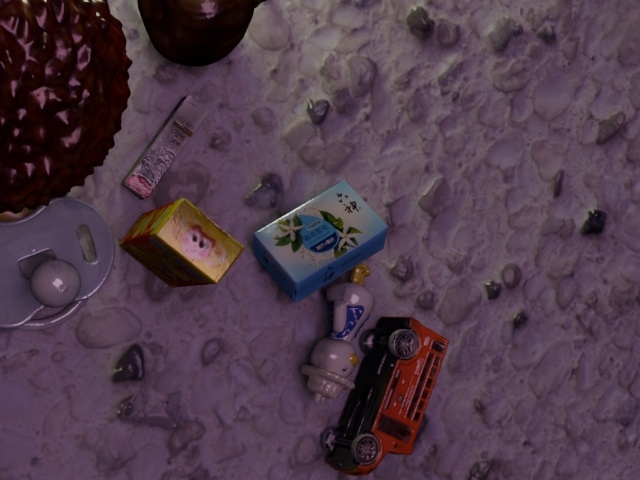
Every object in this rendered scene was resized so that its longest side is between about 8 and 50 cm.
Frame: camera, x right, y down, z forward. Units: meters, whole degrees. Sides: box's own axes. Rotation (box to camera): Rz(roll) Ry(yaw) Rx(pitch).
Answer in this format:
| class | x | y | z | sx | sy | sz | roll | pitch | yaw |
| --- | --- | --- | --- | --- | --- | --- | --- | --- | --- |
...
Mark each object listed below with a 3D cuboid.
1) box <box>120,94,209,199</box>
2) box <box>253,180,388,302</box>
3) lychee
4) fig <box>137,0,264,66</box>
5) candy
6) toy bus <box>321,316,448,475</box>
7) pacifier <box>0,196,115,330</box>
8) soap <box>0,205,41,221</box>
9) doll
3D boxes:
| class | x | y | z | sx | sy | sz | roll | pitch | yaw |
| --- | --- | --- | --- | --- | --- | --- | --- | --- | --- |
| box | -0.296 | -0.178 | 1.895 | 0.055 | 0.039 | 0.218 | 37 | 73 | -19 |
| box | 0.000 | 0.000 | 1.959 | 0.232 | 0.083 | 0.142 | -31 | 63 | -21 |
| lychee | -0.520 | -0.289 | 1.595 | 0.424 | 0.424 | 0.500 | -14 | 104 | -24 |
| fig | -0.184 | -0.460 | 1.895 | 0.321 | 0.217 | 0.217 | -31 | 100 | -41 |
| candy | -0.253 | 0.010 | 1.774 | 0.146 | 0.276 | 0.088 | 42 | 71 | -18 |
| toy bus | 0.133 | 0.322 | 1.999 | 0.153 | 0.143 | 0.329 | 29 | 73 | -23 |
| pacifier | -0.474 | 0.063 | 1.706 | 0.287 | 0.226 | 0.238 | -19 | 113 | -23 |
| soap | -0.581 | -0.082 | 1.766 | 0.168 | 0.033 | 0.089 | 40 | 74 | -17 |
| doll | 0.041 | 0.187 | 1.981 | 0.119 | 0.138 | 0.293 | 15 | 75 | 18 |
